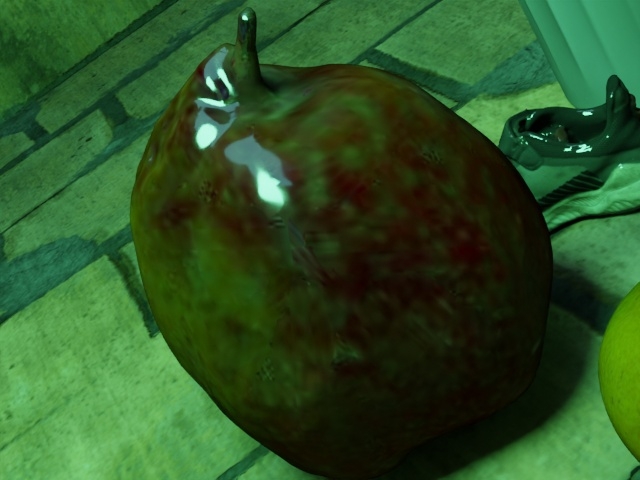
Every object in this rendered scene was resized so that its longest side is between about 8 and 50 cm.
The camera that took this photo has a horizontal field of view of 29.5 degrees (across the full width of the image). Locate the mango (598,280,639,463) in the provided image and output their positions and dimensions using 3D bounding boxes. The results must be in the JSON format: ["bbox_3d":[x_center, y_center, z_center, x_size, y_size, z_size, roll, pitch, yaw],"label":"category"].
[{"bbox_3d":[0.245,0.078,0.748,0.151,0.120,0.221,-29,18,2],"label":"mango"}]

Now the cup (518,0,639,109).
[{"bbox_3d":[0.300,-0.313,1.137,0.236,0.327,0.323,-7,36,45],"label":"cup"}]

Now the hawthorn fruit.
[{"bbox_3d":[0.008,0.019,0.917,0.308,0.324,0.308,-41,36,39],"label":"hawthorn fruit"}]

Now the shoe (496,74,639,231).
[{"bbox_3d":[0.202,-0.073,1.074,0.227,0.112,0.099,-15,32,31],"label":"shoe"}]
